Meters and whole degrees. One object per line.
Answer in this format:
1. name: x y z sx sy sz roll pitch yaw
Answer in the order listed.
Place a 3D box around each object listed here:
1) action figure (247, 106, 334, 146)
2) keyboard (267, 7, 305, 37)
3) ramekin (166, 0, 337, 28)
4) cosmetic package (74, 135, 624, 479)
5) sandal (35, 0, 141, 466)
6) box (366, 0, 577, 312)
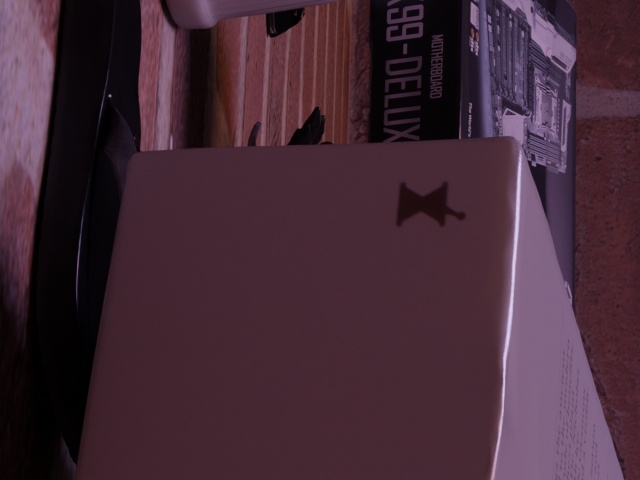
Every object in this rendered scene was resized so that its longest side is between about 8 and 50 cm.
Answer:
1. action figure: 0.000 0.000 1.501 0.141 0.276 0.164 -8 129 -50
2. keyboard: -0.043 -0.308 1.872 0.100 0.038 0.192 -37 132 -55
3. ramekin: -0.033 -0.273 1.221 0.273 0.127 0.272 1 90 -86
4. cosmetic package: 0.041 0.162 0.847 0.453 0.162 0.230 63 30 -59
5. sandal: -0.095 -0.019 0.871 0.097 0.055 0.254 76 15 -74
6. box: 0.113 -0.064 1.343 0.242 0.077 0.307 31 57 -59
